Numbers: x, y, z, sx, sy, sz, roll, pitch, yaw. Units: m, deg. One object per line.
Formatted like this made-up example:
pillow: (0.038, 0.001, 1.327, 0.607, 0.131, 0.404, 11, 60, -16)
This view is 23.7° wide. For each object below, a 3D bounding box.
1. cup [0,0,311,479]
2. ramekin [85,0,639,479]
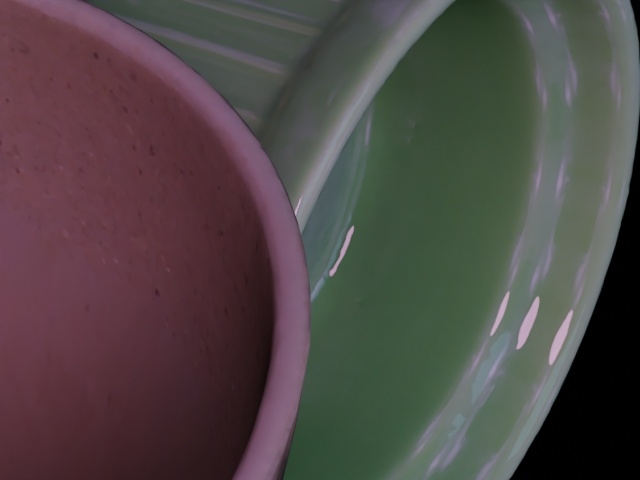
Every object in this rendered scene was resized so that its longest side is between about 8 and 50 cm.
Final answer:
cup: (-0.173, 0.098, 0.439, 0.331, 0.331, 0.237, -40, 147, -38)
ramekin: (0.000, 0.000, 0.648, 0.303, 0.148, 0.303, -38, 140, -41)
